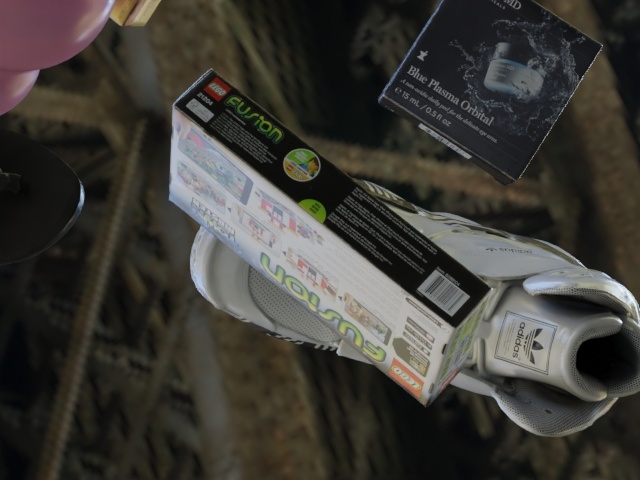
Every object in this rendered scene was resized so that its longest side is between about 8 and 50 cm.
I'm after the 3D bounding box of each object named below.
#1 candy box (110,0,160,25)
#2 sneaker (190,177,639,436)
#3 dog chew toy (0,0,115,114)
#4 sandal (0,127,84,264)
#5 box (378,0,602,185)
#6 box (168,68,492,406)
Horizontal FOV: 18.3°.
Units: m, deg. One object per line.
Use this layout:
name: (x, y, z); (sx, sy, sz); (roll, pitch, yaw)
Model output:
candy box: (-0.223, -0.305, 1.933); (0.186, 0.109, 0.053); (39, -162, 16)
sneaker: (0.094, 0.047, 1.510); (0.365, 0.210, 0.137); (12, -82, -24)
dog chew toy: (-0.229, -0.224, 1.494); (0.206, 0.332, 0.207); (25, -148, -17)
sandal: (-0.286, -0.050, 1.338); (0.254, 0.054, 0.097); (17, -100, -7)
box: (0.162, -0.161, 1.921); (0.156, 0.158, 0.093); (32, 179, 0)
box: (0.000, 0.000, 1.145); (0.207, 0.114, 0.036); (39, -114, 13)
